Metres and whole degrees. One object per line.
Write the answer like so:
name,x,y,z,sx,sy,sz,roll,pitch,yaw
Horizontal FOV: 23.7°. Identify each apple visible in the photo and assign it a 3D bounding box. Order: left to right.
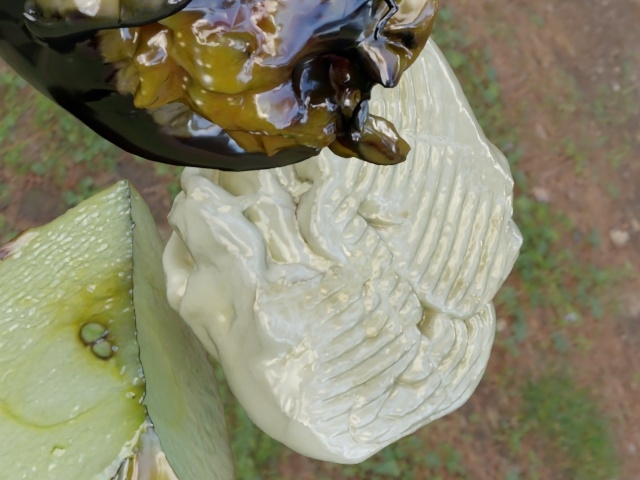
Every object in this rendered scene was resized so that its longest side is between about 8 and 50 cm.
apple,-0.172,0.111,1.125,0.254,0.179,0.346,18,32,-25

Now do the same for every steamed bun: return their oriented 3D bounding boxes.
steamed bun,0.002,-0.001,1.163,0.276,0.203,0.289,-24,101,-33

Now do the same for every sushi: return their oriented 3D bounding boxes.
sushi,-0.048,-0.135,0.709,0.204,0.200,0.213,12,98,-47
